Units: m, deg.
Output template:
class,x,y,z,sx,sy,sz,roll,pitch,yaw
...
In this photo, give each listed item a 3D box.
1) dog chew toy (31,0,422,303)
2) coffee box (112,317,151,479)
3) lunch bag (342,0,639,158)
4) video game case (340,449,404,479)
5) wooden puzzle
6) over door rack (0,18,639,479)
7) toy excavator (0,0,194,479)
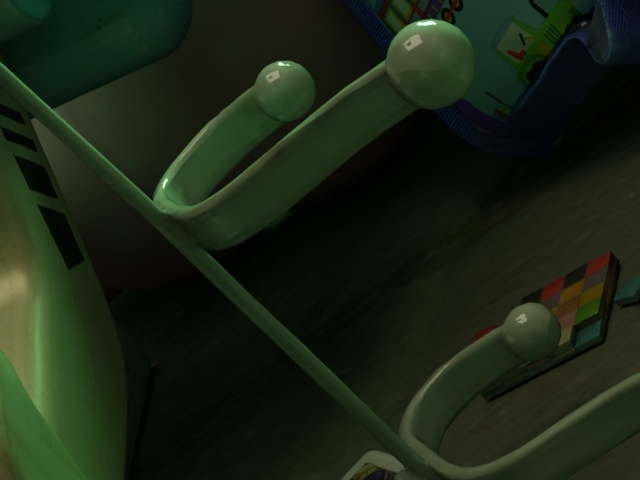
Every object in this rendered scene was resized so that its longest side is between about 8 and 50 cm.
class,x,y,z,sx,sy,sz,roll,pitch,yaw
dog chew toy,-0.092,-0.070,0.992,0.332,0.206,0.206,-39,14,35
coffee box,-0.316,0.097,0.794,0.338,0.334,0.337,-37,16,13
lunch bag,0.057,-0.187,0.758,0.138,0.293,0.221,-11,-29,-26
video game case,-0.001,0.136,0.537,0.173,0.022,0.190,-46,16,-14
wooden puzzle,0.078,0.029,0.663,0.083,0.006,0.049,-32,18,30
over door rack,0.000,0.000,0.422,0.108,0.239,0.324,-45,14,7
toy excavator,-0.138,-0.079,0.710,0.222,0.445,0.433,-25,6,10
